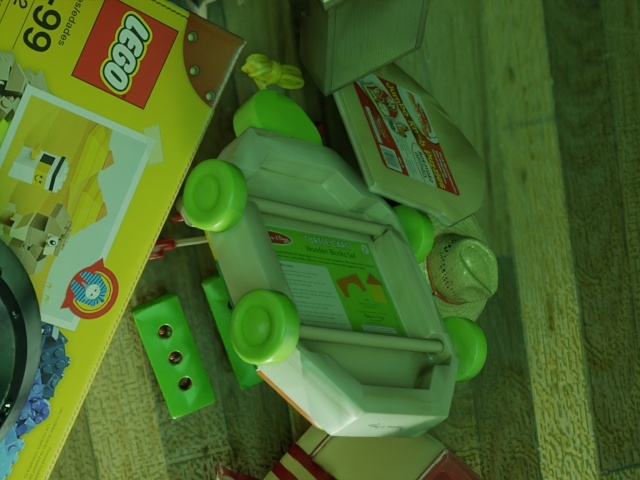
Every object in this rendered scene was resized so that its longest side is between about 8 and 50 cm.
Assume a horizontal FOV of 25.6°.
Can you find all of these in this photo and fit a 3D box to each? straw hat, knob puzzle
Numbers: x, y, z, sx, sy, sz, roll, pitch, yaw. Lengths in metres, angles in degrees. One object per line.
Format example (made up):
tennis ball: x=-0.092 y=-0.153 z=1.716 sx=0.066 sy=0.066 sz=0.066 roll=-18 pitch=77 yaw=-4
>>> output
straw hat: x=0.132 y=0.027 z=1.315 sx=0.144 sy=0.061 sz=0.144 roll=0 pitch=91 yaw=-40
knob puzzle: x=0.079 y=-0.086 z=1.268 sx=0.213 sy=0.213 sz=0.030 roll=39 pitch=121 yaw=-19

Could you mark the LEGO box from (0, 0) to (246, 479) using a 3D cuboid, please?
LEGO box: x=-0.342 y=-0.012 z=1.074 sx=0.372 sy=0.193 sz=0.500 roll=24 pitch=91 yaw=-35

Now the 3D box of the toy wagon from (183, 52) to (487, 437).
toy wagon: x=0.000 y=0.000 z=1.165 sx=0.068 sy=0.344 sz=0.267 roll=-39 pitch=150 yaw=29

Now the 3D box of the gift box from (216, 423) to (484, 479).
gift box: x=0.058 y=0.269 z=1.252 sx=0.255 sy=0.258 sz=0.276 roll=-44 pitch=108 yaw=-7

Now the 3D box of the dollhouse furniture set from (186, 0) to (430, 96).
dollhouse furniture set: x=-0.013 y=-0.268 z=1.148 sx=0.212 sy=0.161 sz=0.242 roll=-29 pitch=73 yaw=-11

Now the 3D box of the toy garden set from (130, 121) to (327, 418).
toy garden set: x=-0.060 y=0.020 z=1.290 sx=0.244 sy=0.049 sz=0.204 roll=-22 pitch=106 yaw=-12

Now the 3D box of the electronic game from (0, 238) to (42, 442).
electronic game: x=-0.299 y=0.085 z=0.981 sx=0.229 sy=0.048 sz=0.229 roll=-16 pitch=117 yaw=-35
